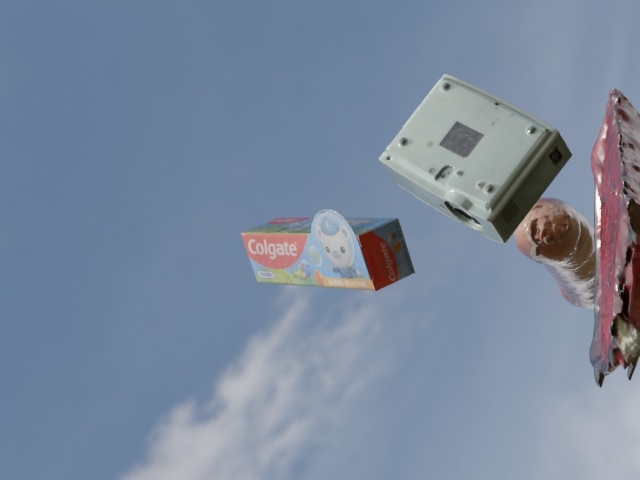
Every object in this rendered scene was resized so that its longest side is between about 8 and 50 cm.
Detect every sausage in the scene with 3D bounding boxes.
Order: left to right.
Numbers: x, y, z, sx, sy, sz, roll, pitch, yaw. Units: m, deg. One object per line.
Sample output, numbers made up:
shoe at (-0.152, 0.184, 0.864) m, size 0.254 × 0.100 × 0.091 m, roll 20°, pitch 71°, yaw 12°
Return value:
sausage at (0.331, 0.017, 2.310) m, size 0.094 × 0.094 × 0.419 m, roll -45°, pitch -22°, yaw 4°

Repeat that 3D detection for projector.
projector at (0.143, -0.080, 1.644) m, size 0.115 × 0.147 × 0.061 m, roll -53°, pitch -37°, yaw -7°

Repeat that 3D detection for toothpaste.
toothpaste at (0.000, 0.000, 1.449) m, size 0.044 × 0.193 × 0.070 m, roll -24°, pitch -77°, yaw -29°

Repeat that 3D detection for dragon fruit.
dragon fruit at (0.342, 0.009, 1.877) m, size 0.343 × 0.100 × 0.282 m, roll -80°, pitch -4°, yaw -61°
